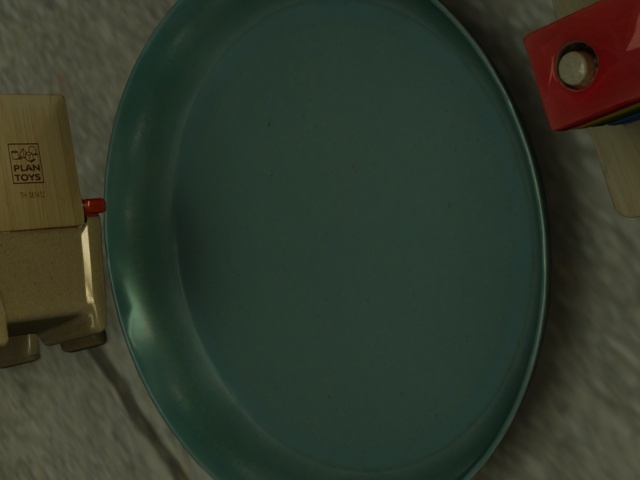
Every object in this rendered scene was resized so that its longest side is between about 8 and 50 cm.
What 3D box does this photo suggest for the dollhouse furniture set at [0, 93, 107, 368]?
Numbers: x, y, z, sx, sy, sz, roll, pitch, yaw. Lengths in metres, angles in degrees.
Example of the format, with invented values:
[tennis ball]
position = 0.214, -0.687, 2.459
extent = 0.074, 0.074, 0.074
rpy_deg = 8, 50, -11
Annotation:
[dollhouse furniture set]
position = -0.242, 0.011, 0.912
extent = 0.259, 0.262, 0.135
rpy_deg = -15, 84, 42

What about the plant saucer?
[plant saucer]
position = 0.000, 0.000, 0.840
extent = 0.317, 0.043, 0.318
rpy_deg = 6, 99, 41

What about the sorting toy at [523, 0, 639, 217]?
[sorting toy]
position = 0.179, -0.162, 0.625
extent = 0.255, 0.089, 0.257
rpy_deg = -21, 82, 41
